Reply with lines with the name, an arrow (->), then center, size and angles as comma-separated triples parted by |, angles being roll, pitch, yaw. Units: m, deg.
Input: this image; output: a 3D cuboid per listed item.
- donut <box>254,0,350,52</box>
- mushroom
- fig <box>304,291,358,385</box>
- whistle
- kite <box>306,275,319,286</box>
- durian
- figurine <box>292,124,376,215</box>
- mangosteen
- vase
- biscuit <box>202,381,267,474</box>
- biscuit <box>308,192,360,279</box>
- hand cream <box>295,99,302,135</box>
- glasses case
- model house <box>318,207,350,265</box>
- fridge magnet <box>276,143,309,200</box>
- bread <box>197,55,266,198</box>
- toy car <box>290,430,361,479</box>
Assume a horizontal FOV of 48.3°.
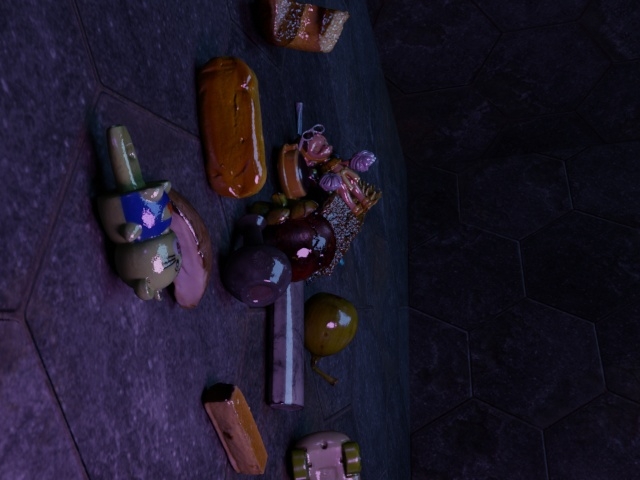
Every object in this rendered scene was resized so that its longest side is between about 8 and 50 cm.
donut -> -0.074, -0.485, 1.600 | 0.295, 0.151, 0.112 | -12, 113, -58
mushroom -> -0.198, -0.004, 1.013 | 0.094, 0.072, 0.209 | -95, 172, -61
fig -> 0.010, 0.212, 1.666 | 0.186, 0.148, 0.142 | -61, -163, 22
whistle -> -0.225, -0.031, 0.888 | 0.105, 0.085, 0.227 | -77, 158, -76
kite -> -0.025, 0.034, 1.817 | 0.232, 0.009, 0.189 | 68, 21, -48
durian -> 0.048, -0.118, 1.896 | 0.195, 0.185, 0.305 | 47, 6, -3
figurine -> 0.030, -0.168, 1.728 | 0.175, 0.240, 0.115 | -40, 169, -35
mangosteen -> -0.056, -0.009, 1.391 | 0.166, 0.166, 0.180 | -56, 128, -69
vase -> -0.116, 0.029, 1.271 | 0.182, 0.120, 0.120 | -103, 175, -45
biscuit -> -0.137, 0.309, 1.158 | 0.052, 0.056, 0.187 | -79, 157, -54
biscuit -> 0.007, 0.015, 1.637 | 0.131, 0.026, 0.236 | 49, 64, -38
hand cream -> -0.055, -0.314, 1.837 | 0.030, 0.019, 0.093 | 0, 91, -78
glasses case -> -0.070, 0.191, 1.462 | 0.114, 0.060, 0.299 | 44, 42, -62
model house -> 0.000, 0.000, 1.728 | 0.149, 0.101, 0.127 | -56, 136, -59
fridge magnet -> -0.064, -0.152, 1.628 | 0.143, 0.063, 0.142 | -9, 90, -78
bread -> -0.149, -0.193, 1.229 | 0.094, 0.102, 0.245 | -8, 94, -78
toy car -> 0.009, 0.517, 1.552 | 0.235, 0.145, 0.234 | 174, -90, -84
